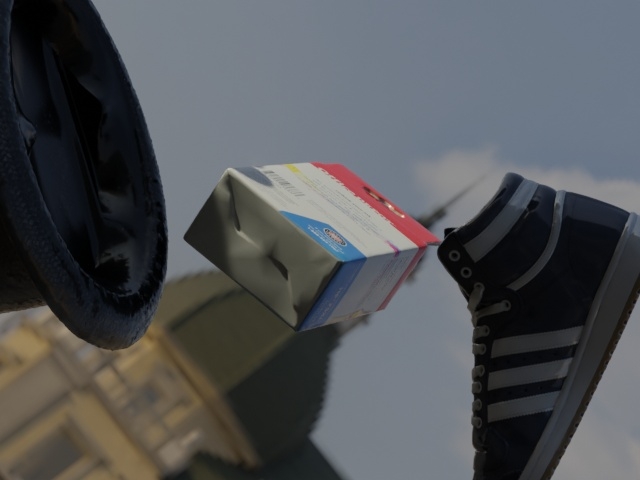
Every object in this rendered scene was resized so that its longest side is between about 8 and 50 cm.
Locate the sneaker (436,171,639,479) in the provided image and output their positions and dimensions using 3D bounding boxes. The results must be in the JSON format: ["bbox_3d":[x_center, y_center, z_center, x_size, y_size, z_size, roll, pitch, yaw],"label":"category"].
[{"bbox_3d":[0.134,0.086,1.439,0.153,0.282,0.099,25,1,4],"label":"sneaker"}]

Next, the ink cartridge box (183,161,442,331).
[{"bbox_3d":[0.000,0.000,1.650,0.134,0.078,0.231,39,18,18],"label":"ink cartridge box"}]

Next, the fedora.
[{"bbox_3d":[-0.245,-0.061,1.476,0.334,0.152,0.334,-17,90,-73],"label":"fedora"}]
